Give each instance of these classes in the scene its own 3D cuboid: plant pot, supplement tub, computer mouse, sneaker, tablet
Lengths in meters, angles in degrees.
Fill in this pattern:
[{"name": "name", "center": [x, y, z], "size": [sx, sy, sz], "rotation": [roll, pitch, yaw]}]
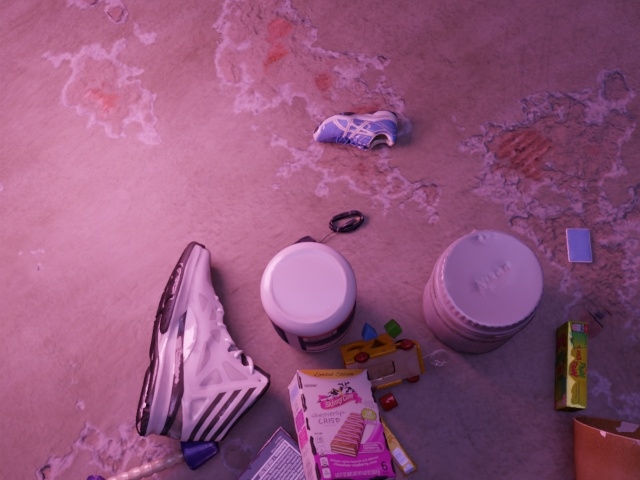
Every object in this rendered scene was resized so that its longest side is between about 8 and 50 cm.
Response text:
[{"name": "plant pot", "center": [0.603, 0.498, 1.352], "size": [0.237, 0.237, 0.254], "rotation": [9, 88, 5]}, {"name": "supplement tub", "center": [-0.019, 0.130, 1.454], "size": [0.191, 0.272, 0.191], "rotation": [-1, 71, 2]}, {"name": "computer mouse", "center": [0.000, 0.000, 1.620], "size": [0.242, 0.041, 0.071], "rotation": [-36, 73, -10]}, {"name": "sneaker", "center": [-0.236, 0.229, 1.520], "size": [0.257, 0.169, 0.447], "rotation": [16, 59, -18]}, {"name": "tablet", "center": [0.605, 0.012, 1.611], "size": [0.054, 0.006, 0.083], "rotation": [1, 71, 3]}, {"name": "sneaker", "center": [0.088, -0.264, 1.684], "size": [0.211, 0.080, 0.081], "rotation": [-9, 68, 1]}]

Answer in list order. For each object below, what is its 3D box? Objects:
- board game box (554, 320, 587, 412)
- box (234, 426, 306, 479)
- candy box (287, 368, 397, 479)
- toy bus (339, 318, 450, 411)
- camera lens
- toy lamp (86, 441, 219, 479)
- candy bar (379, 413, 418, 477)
[{"name": "board game box", "center": [0.538, 0.272, 1.480], "size": [0.043, 0.092, 0.181], "rotation": [6, 72, 5]}, {"name": "box", "center": [-0.061, 0.582, 1.350], "size": [0.294, 0.183, 0.296], "rotation": [39, 76, 14]}, {"name": "candy box", "center": [0.038, 0.366, 1.334], "size": [0.159, 0.071, 0.233], "rotation": [3, 47, -22]}, {"name": "toy bus", "center": [0.141, 0.254, 1.496], "size": [0.202, 0.104, 0.191], "rotation": [29, 106, -20]}, {"name": "camera lens", "center": [0.334, 0.114, 1.445], "size": [0.219, 0.274, 0.219], "rotation": [-1, 72, 2]}, {"name": "toy lamp", "center": [-0.349, 0.477, 1.452], "size": [0.275, 0.080, 0.080], "rotation": [-22, 72, -6]}, {"name": "candy bar", "center": [0.149, 0.434, 1.479], "size": [0.040, 0.018, 0.161], "rotation": [-36, 74, -6]}]
